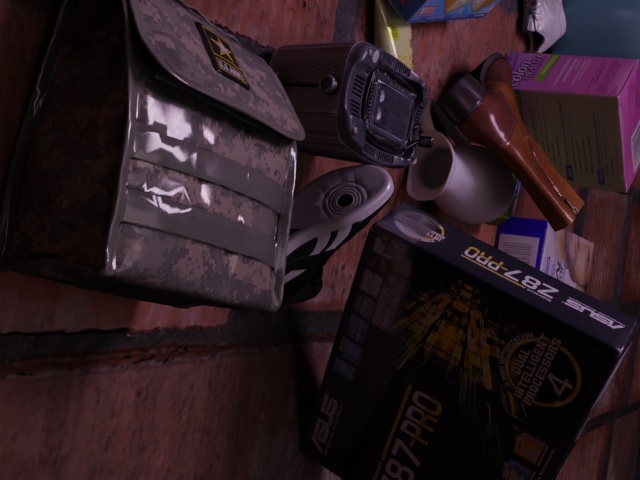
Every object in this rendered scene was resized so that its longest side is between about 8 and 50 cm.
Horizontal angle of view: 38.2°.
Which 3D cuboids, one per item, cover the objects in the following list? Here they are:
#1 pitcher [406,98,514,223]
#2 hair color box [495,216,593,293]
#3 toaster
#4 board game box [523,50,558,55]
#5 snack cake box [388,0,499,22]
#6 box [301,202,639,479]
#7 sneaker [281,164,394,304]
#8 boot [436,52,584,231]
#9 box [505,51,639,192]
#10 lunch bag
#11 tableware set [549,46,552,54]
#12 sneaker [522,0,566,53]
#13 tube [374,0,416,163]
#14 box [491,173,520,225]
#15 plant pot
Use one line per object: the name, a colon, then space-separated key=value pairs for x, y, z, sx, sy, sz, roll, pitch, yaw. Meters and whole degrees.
pitcher: x=0.222 y=-0.123 z=1.479 sx=0.207 sy=0.126 sz=0.177 roll=18 pitch=66 yaw=-48
hair color box: x=0.461 y=0.066 z=1.910 sx=0.339 sy=0.110 sz=0.185 roll=14 pitch=85 yaw=-60
toaster: x=0.030 y=-0.161 z=1.117 sx=0.227 sy=0.147 sz=0.129 roll=13 pitch=88 yaw=-58
board game box: x=0.494 y=-0.273 z=1.792 sx=0.060 sy=0.194 sz=0.194 roll=-61 pitch=143 yaw=-18
snack cake box: x=0.206 y=-0.398 z=1.319 sx=0.089 sy=0.152 sz=0.264 roll=54 pitch=35 yaw=10
box: x=0.166 y=0.191 z=1.159 sx=0.097 sy=0.318 sz=0.394 roll=-33 pitch=147 yaw=-50
sneaker: x=0.000 y=0.000 z=1.114 sx=0.217 sy=0.079 sz=0.121 roll=-31 pitch=143 yaw=1
boot: x=0.331 y=-0.163 z=1.475 sx=0.096 sy=0.280 sz=0.264 roll=-44 pitch=179 yaw=25
box: x=0.449 y=-0.217 z=1.681 sx=0.117 sy=0.243 sz=0.213 roll=-54 pitch=139 yaw=-34
lunch bag: x=-0.139 y=-0.089 z=0.854 sx=0.235 sy=0.169 sz=0.286 roll=21 pitch=72 yaw=-54
tableware set: x=0.512 y=-0.456 z=1.932 sx=0.169 sy=0.020 sz=0.141 roll=-28 pitch=126 yaw=-55
sneaker: x=0.406 y=-0.436 z=1.726 sx=0.094 sy=0.080 sz=0.212 roll=-49 pitch=138 yaw=-19
tube: x=0.104 y=-0.226 z=1.308 sx=0.070 sy=0.062 sz=0.240 roll=-131 pitch=-141 yaw=-78
box: x=0.313 y=-0.087 z=1.618 sx=0.178 sy=0.043 sz=0.108 roll=63 pitch=39 yaw=-86
plant pot: x=0.633 y=-0.419 z=1.898 sx=0.293 sy=0.235 sz=0.292 roll=-32 pitch=127 yaw=-54
